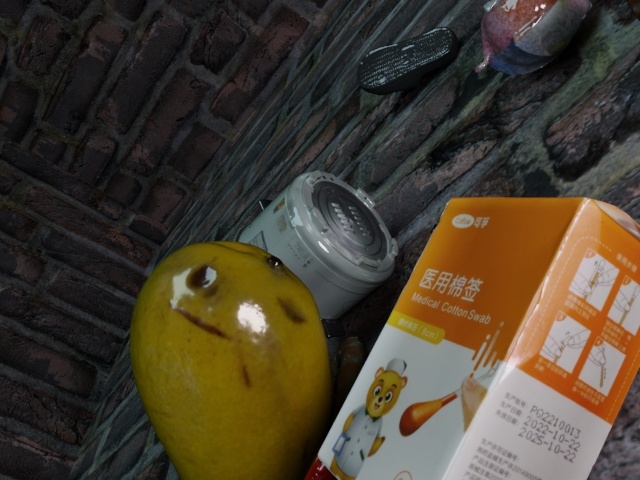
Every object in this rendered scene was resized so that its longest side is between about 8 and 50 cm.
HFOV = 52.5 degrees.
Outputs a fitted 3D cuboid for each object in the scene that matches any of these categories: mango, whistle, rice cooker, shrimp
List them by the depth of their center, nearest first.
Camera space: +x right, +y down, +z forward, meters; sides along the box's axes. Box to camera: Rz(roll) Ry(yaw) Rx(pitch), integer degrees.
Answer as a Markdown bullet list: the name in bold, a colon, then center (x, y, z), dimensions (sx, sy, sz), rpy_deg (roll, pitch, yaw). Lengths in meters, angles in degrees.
- **mango**: center (-0.132, 0.218, 0.940), dimensions (0.220, 0.301, 0.446), rpy_deg (-35, -51, -67)
- **whistle**: center (0.357, -0.371, 0.942), dimensions (0.346, 0.134, 0.142), rpy_deg (-44, -13, 17)
- **shrimp**: center (0.031, 0.225, 0.982), dimensions (0.099, 0.041, 0.180), rpy_deg (-47, 24, 38)
- **rice cooker**: center (-0.015, 0.027, 1.095), dimensions (0.227, 0.241, 0.281), rpy_deg (-43, 65, 30)

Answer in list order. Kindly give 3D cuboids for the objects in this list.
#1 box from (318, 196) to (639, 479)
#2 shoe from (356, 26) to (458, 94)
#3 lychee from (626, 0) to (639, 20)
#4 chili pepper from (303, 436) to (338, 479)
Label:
- **box**: center (0.165, 0.128, 0.648), dimensions (0.341, 0.143, 0.225), rpy_deg (-63, 20, -7)
- **shoe**: center (0.194, -0.370, 1.398), dimensions (0.241, 0.093, 0.108), rpy_deg (-14, 63, 35)
- **lychee**: center (0.400, -0.273, 0.634), dimensions (0.188, 0.188, 0.188), rpy_deg (-48, 22, 27)
- **chili pepper**: center (0.020, 0.348, 0.791), dimensions (0.137, 0.091, 0.369), rpy_deg (8, 76, 55)
